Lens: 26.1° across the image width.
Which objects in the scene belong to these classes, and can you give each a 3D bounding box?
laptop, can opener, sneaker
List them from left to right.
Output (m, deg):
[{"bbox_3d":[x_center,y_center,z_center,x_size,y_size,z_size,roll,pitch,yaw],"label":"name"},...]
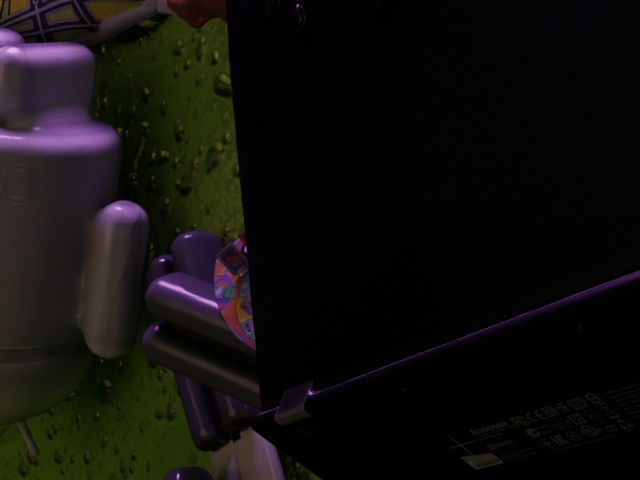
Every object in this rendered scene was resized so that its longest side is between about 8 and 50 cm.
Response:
[{"bbox_3d":[-0.240,-0.229,1.192,0.385,0.147,0.145,-37,59,38],"label":"sneaker"},{"bbox_3d":[-0.086,0.124,1.027,0.076,0.095,0.283,-40,59,37],"label":"can opener"},{"bbox_3d":[-0.014,0.095,0.927,0.280,0.093,0.074,23,114,32],"label":"can opener"},{"bbox_3d":[0.150,-0.006,0.662,0.382,0.408,0.236,-28,28,53],"label":"laptop"}]

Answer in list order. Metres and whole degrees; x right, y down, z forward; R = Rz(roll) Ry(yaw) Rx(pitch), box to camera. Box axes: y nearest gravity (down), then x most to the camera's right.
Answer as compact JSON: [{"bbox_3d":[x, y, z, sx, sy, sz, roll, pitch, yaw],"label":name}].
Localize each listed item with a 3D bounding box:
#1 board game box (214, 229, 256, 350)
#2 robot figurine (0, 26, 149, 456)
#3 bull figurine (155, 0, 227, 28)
[{"bbox_3d":[0.000,0.000,0.925,0.168,0.033,0.133,-45,51,-7],"label":"board game box"},{"bbox_3d":[-0.277,0.003,1.157,0.300,0.200,0.353,15,105,26],"label":"robot figurine"},{"bbox_3d":[-0.032,-0.289,1.007,0.188,0.101,0.310,14,95,51],"label":"bull figurine"}]
